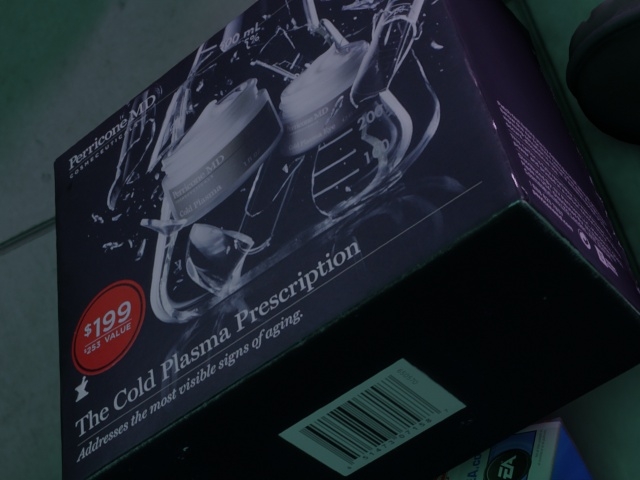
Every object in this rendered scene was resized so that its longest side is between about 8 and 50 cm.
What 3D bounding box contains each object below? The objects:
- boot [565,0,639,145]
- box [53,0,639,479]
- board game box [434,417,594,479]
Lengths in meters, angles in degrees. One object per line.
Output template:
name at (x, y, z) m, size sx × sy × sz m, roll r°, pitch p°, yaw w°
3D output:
boot at (0.302, 0.043, 0.754) m, size 0.367 × 0.146 × 0.445 m, roll -10°, pitch 64°, yaw 38°
box at (0.000, 0.000, 0.869) m, size 0.343 × 0.179 × 0.312 m, roll -34°, pitch 41°, yaw 20°
board game box at (0.013, 0.275, 0.833) m, size 0.302 × 0.308 × 0.086 m, roll -16°, pitch 120°, yaw 30°
